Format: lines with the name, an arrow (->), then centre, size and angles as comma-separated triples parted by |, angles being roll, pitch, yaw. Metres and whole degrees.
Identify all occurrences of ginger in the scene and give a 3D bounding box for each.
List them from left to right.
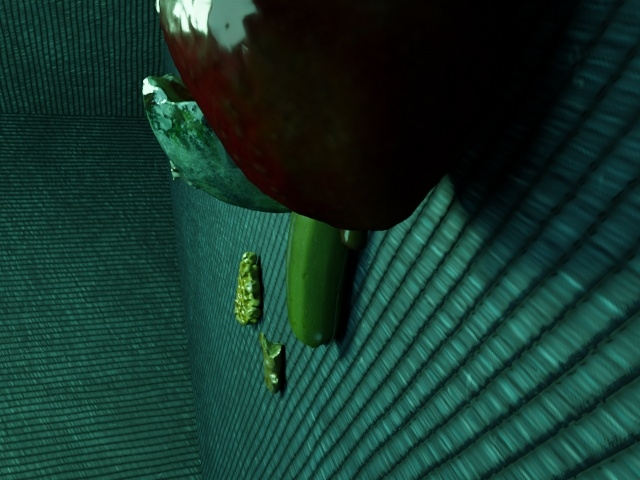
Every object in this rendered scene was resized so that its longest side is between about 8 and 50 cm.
ginger -> -0.094, 0.244, 1.163 | 0.057, 0.044, 0.137 | 6, 106, 41

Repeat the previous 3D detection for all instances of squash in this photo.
squash -> 0.000, 0.000, 0.789 | 0.094, 0.094, 0.341 | -121, 32, -54

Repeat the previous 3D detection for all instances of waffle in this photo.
waffle -> -0.175, 0.117, 1.371 | 0.192, 0.046, 0.161 | 150, 114, -69

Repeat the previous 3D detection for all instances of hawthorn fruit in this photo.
hawthorn fruit -> 0.021, -0.133, 0.471 | 0.265, 0.264, 0.308 | -143, 42, -66

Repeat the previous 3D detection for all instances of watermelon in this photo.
watermelon -> -0.068, -0.172, 0.835 | 0.289, 0.319, 0.214 | -19, 44, 39

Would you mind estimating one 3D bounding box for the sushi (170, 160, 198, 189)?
sushi -> -0.268, -0.243, 1.382 | 0.139, 0.184, 0.275 | 121, 143, -56
